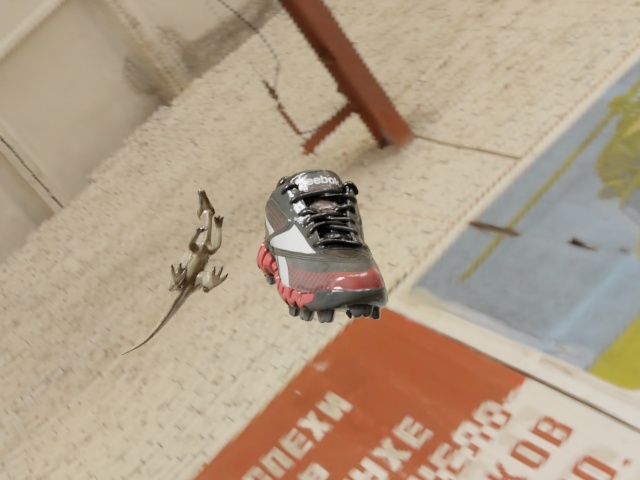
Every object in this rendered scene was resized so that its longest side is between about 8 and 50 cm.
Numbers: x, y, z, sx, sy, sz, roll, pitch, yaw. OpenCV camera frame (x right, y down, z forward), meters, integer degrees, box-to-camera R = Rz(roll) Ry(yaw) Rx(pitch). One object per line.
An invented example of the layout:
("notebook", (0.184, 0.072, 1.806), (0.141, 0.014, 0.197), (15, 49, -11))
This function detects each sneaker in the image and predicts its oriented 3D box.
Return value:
("sneaker", (-0.001, 0.000, 1.289), (0.098, 0.276, 0.135), (1, -77, -16))

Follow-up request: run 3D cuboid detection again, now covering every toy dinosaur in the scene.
("toy dinosaur", (-0.128, 0.036, 1.225), (0.053, 0.092, 0.183), (26, -103, -13))
